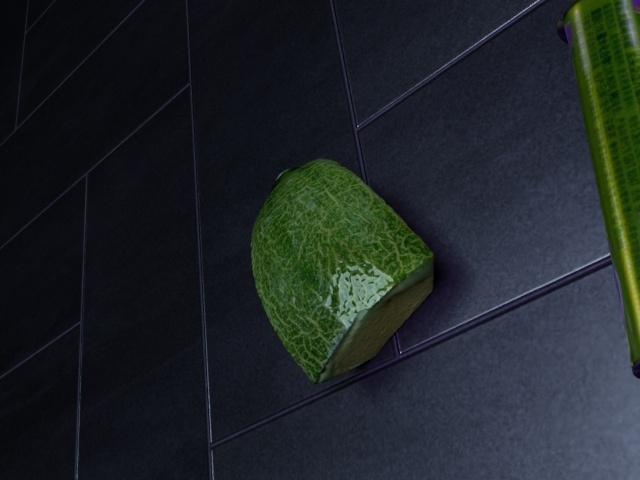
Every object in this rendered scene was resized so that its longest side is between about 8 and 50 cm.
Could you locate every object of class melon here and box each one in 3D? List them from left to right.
[{"bbox_3d":[0.000,0.000,0.971,0.196,0.124,0.323,-45,46,11],"label":"melon"}]

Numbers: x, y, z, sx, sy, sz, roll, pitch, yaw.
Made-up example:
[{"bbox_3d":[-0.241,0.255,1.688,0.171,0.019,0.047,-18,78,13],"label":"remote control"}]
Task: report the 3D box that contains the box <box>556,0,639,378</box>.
[{"bbox_3d":[0.288,-0.054,0.687,0.097,0.134,0.345,-25,56,39],"label":"box"}]
